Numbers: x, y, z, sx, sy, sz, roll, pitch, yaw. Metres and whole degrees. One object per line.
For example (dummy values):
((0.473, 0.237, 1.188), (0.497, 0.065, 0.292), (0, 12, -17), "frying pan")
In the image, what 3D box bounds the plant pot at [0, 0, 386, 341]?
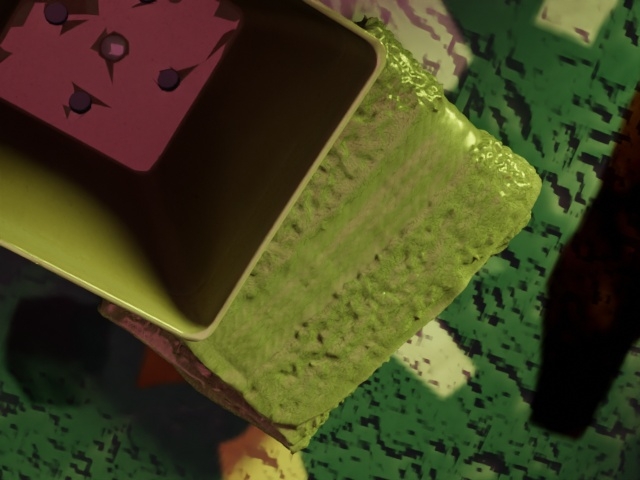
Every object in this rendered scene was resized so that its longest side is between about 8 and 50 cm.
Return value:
((-0.061, -0.052, 0.439), (0.109, 0.096, 0.109), (29, 101, -22), "plant pot")

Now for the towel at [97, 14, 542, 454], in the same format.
((0.000, 0.000, 0.511), (0.110, 0.027, 0.148), (41, 97, -22), "towel")
